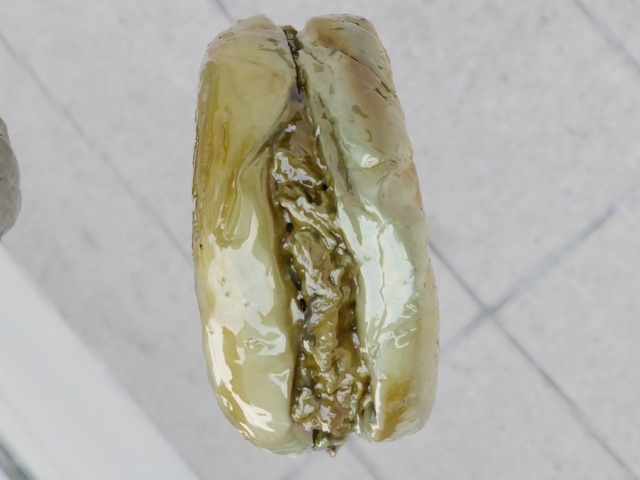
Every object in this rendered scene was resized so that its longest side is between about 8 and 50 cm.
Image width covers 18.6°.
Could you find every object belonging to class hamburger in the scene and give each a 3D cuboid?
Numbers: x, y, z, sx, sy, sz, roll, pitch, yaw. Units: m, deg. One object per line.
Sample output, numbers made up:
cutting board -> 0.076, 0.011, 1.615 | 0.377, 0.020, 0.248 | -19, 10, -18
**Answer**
hamburger -> 0.000, -0.001, 0.917 | 0.108, 0.214, 0.214 | -5, 130, 4

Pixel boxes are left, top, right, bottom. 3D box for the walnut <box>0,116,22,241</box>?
walnut -> -0.348, -0.064, 1.542 | 0.178, 0.230, 0.178 | -13, 71, 41
